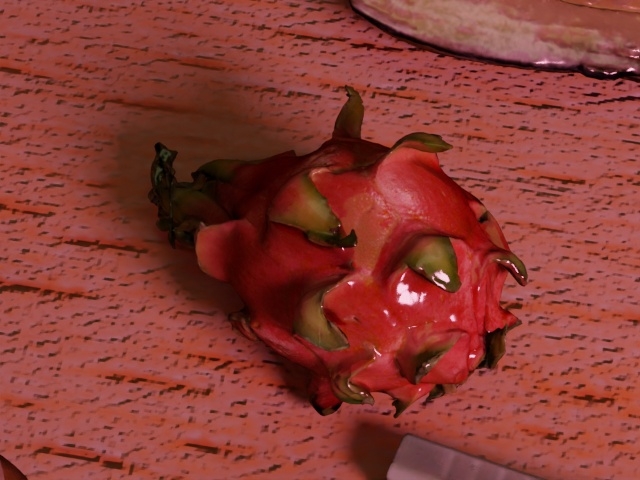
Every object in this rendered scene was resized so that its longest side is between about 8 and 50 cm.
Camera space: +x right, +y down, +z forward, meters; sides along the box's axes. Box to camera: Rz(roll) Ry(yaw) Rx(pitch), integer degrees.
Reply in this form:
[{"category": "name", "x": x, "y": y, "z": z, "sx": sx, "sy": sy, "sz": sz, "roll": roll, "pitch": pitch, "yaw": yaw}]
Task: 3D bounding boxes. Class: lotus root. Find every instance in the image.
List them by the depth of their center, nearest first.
[{"category": "lotus root", "x": 0.173, "y": -0.163, "z": 1.098, "sx": 0.329, "sy": 0.078, "sz": 0.167, "roll": 12, "pitch": 76, "yaw": 1}]

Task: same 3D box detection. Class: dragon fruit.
[{"category": "dragon fruit", "x": 0.003, "y": -0.003, "z": 0.930, "sx": 0.137, "sy": 0.135, "sz": 0.236, "roll": -34, "pitch": 46, "yaw": -20}]

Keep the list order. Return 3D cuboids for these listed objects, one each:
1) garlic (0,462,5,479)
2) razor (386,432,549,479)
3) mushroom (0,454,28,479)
[{"category": "garlic", "x": -0.172, "y": 0.133, "z": 0.758, "sx": 0.174, "sy": 0.099, "sz": 0.124, "roll": 56, "pitch": 42, "yaw": -1}, {"category": "razor", "x": 0.164, "y": 0.153, "z": 0.868, "sx": 0.278, "sy": 0.056, "sz": 0.111, "roll": 21, "pitch": 56, "yaw": 10}, {"category": "mushroom", "x": -0.194, "y": 0.130, "z": 0.839, "sx": 0.129, "sy": 0.073, "sz": 0.088, "roll": -15, "pitch": 59, "yaw": -16}]
